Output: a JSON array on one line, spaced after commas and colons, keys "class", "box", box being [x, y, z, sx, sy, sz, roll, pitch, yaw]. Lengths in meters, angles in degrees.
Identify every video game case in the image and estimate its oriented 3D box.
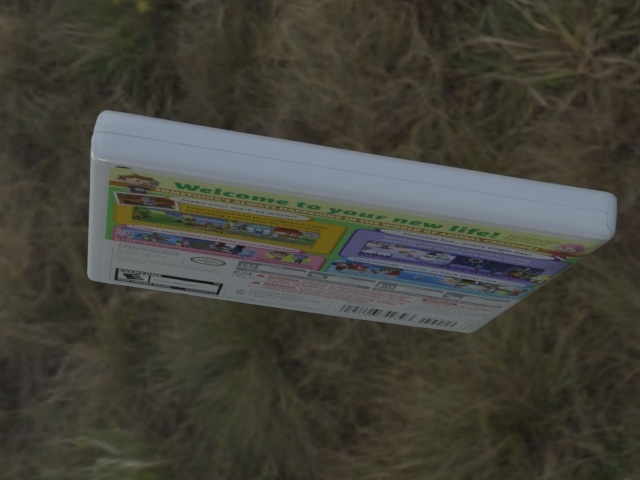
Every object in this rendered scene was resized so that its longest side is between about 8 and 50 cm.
[{"class": "video game case", "box": [0.000, 0.000, 0.576, 0.193, 0.212, 0.023, 124, 154, -71]}]
